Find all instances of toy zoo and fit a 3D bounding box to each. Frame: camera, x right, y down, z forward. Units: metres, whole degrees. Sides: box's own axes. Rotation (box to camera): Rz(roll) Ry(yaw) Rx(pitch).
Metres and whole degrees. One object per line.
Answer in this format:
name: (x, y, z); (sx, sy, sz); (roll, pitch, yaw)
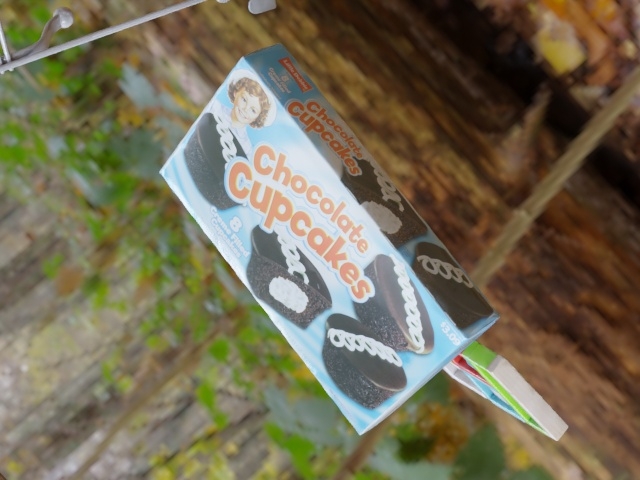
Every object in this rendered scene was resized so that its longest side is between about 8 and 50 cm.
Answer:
toy zoo: (0.212, 0.176, 2.185); (0.192, 0.030, 0.293); (46, 170, -38)

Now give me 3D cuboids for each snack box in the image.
snack box: (0.000, 0.000, 1.383); (0.322, 0.060, 0.187); (52, 135, 10)

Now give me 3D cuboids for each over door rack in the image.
over door rack: (-0.220, -0.305, 1.445); (0.108, 0.324, 0.239); (-119, 17, -53)

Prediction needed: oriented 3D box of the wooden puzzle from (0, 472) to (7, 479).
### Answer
wooden puzzle: (-0.225, 0.196, 0.736); (0.239, 0.221, 0.044); (35, -173, 31)
